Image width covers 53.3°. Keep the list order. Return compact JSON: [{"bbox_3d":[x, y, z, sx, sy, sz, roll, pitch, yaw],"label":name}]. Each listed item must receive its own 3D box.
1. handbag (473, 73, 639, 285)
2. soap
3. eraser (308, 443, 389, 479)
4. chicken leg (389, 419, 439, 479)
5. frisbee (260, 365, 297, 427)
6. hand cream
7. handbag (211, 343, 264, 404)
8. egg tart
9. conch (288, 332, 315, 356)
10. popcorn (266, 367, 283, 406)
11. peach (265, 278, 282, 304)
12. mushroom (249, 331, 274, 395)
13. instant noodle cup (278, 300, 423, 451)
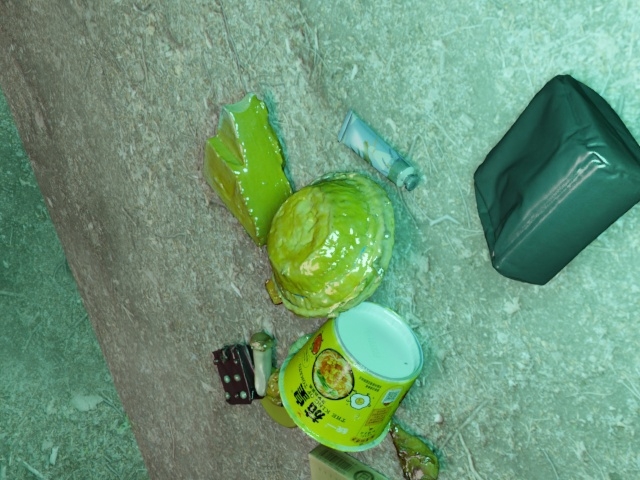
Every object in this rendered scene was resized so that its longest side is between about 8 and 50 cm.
[{"bbox_3d":[0.419,-0.104,1.124,0.178,0.275,0.302,18,135,-13],"label":"handbag"},{"bbox_3d":[-0.154,-0.169,1.707,0.338,0.169,0.304,50,148,17],"label":"soap"},{"bbox_3d":[0.109,0.754,1.944,0.343,0.078,0.144,16,121,43],"label":"eraser"},{"bbox_3d":[0.225,0.545,1.719,0.251,0.087,0.107,50,118,28],"label":"chicken leg"},{"bbox_3d":[-0.146,0.532,2.163,0.236,0.017,0.236,23,124,40],"label":"frisbee"},{"bbox_3d":[0.131,-0.202,1.472,0.256,0.055,0.088,47,133,31],"label":"hand cream"},{"bbox_3d":[-0.295,0.470,2.237,0.203,0.074,0.216,-18,91,53],"label":"handbag"},{"bbox_3d":[0.000,0.000,1.518,0.388,0.169,0.387,-19,60,37],"label":"egg tart"},{"bbox_3d":[0.003,0.372,1.841,0.137,0.143,0.250,-102,-14,-73],"label":"conch"},{"bbox_3d":[-0.090,0.453,1.973,0.167,0.152,0.148,-14,135,27],"label":"popcorn"},{"bbox_3d":[-0.131,0.153,1.930,0.083,0.050,0.077,18,98,31],"label":"peach"},{"bbox_3d":[-0.189,0.407,2.095,0.084,0.071,0.209,10,109,33],"label":"mushroom"},{"bbox_3d":[0.090,0.319,1.590,0.325,0.326,0.254,47,127,22],"label":"instant noodle cup"}]
